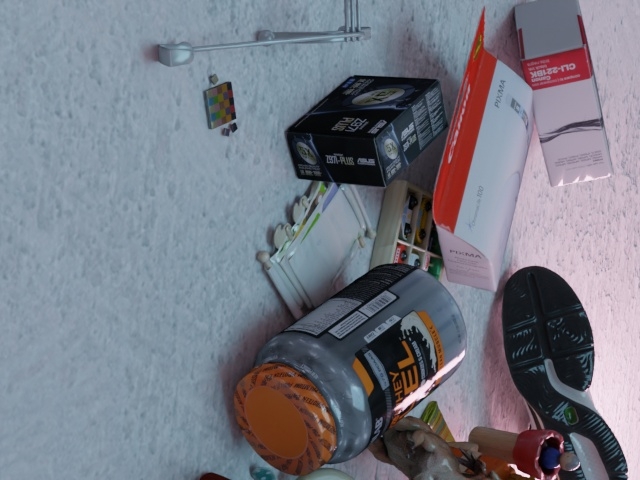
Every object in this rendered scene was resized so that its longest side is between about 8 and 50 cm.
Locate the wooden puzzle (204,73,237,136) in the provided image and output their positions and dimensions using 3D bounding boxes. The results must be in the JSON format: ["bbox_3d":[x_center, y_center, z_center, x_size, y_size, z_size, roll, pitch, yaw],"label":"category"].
[{"bbox_3d":[-0.125,-0.168,1.581,0.049,0.006,0.083,-31,121,-48],"label":"wooden puzzle"}]

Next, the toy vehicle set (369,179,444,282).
[{"bbox_3d":[0.134,0.053,1.970,0.166,0.035,0.266,18,82,-55],"label":"toy vehicle set"}]

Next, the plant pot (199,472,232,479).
[{"bbox_3d":[-0.031,0.461,1.555,0.267,0.236,0.267,28,71,-24],"label":"plant pot"}]

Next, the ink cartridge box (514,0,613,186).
[{"bbox_3d":[0.422,-0.259,2.192,0.197,0.114,0.272,-83,157,-52],"label":"ink cartridge box"}]

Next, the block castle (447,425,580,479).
[{"bbox_3d":[0.260,0.524,2.031,0.453,0.213,0.303,-37,118,-38],"label":"block castle"}]

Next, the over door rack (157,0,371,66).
[{"bbox_3d":[-0.080,-0.350,1.542,0.324,0.108,0.239,-14,108,-38],"label":"over door rack"}]

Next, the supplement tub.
[{"bbox_3d":[0.041,0.174,1.715,0.316,0.194,0.193,-33,123,-42],"label":"supplement tub"}]

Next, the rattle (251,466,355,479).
[{"bbox_3d":[-0.040,0.373,1.796,0.200,0.143,0.130,11,95,-19],"label":"rattle"}]

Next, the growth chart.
[{"bbox_3d":[0.000,0.000,1.781,0.237,0.021,0.172,-51,134,-36],"label":"growth chart"}]

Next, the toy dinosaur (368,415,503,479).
[{"bbox_3d":[0.157,0.323,1.896,0.200,0.295,0.127,7,123,-45],"label":"toy dinosaur"}]

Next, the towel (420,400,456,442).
[{"bbox_3d":[0.211,0.380,2.159,0.102,0.021,0.237,-58,139,-29],"label":"towel"}]

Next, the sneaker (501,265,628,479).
[{"bbox_3d":[0.411,0.276,2.344,0.257,0.169,0.447,134,-59,-79],"label":"sneaker"}]

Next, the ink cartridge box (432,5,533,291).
[{"bbox_3d":[0.258,-0.129,1.942,0.385,0.091,0.308,69,35,-67],"label":"ink cartridge box"}]

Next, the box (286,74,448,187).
[{"bbox_3d":[0.066,-0.153,1.734,0.180,0.147,0.077,-44,131,-41],"label":"box"}]
